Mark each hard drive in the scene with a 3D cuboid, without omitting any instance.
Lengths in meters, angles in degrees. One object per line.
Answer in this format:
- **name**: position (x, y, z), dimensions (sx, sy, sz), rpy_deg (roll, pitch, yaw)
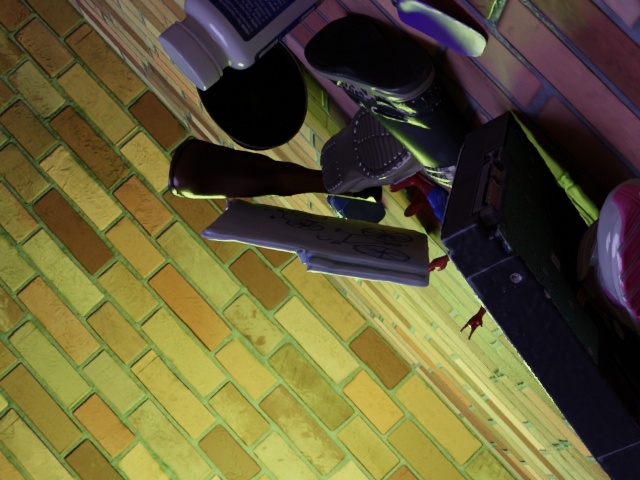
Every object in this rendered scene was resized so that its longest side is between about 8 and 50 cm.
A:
- **hard drive**: position (0.242, 0.061, 1.196), dimensions (0.339, 0.064, 0.237), rpy_deg (53, -153, -18)

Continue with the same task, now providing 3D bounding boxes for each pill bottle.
- **pill bottle**: position (-0.095, -0.269, 1.438), dimensions (0.112, 0.187, 0.112), rpy_deg (47, 172, 8)

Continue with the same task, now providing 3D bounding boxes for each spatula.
- **spatula**: position (0.045, -0.279, 1.185), dimensions (0.296, 0.030, 0.084), rpy_deg (46, 175, 8)

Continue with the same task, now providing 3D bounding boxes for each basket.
- **basket**: position (-0.104, -0.223, 1.914), dimensions (0.204, 0.154, 0.227), rpy_deg (58, 177, 4)

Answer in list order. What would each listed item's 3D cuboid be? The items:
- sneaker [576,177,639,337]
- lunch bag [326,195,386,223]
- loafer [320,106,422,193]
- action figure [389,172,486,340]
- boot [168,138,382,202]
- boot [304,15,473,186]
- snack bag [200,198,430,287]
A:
- **sneaker**: position (0.280, 0.017, 1.110), dimensions (0.111, 0.103, 0.252), rpy_deg (41, 170, 34)
- **lunch bag**: position (0.062, -0.060, 2.111), dimensions (0.065, 0.067, 0.098), rpy_deg (40, 171, 50)
- **loafer**: position (0.085, -0.122, 1.573), dimensions (0.268, 0.092, 0.101), rpy_deg (166, 96, -67)
- **action figure**: position (0.175, 0.021, 1.644), dimensions (0.280, 0.139, 0.091), rpy_deg (37, 168, 45)
- **boot**: position (-0.071, -0.087, 1.919), dimensions (0.280, 0.096, 0.264), rpy_deg (12, -178, 25)
- **boot**: position (0.086, -0.157, 1.392), dimensions (0.178, 0.085, 0.236), rpy_deg (50, 172, -35)
- **snack bag**: position (0.000, 0.000, 1.844), dimensions (0.343, 0.037, 0.323), rpy_deg (10, -169, 2)
